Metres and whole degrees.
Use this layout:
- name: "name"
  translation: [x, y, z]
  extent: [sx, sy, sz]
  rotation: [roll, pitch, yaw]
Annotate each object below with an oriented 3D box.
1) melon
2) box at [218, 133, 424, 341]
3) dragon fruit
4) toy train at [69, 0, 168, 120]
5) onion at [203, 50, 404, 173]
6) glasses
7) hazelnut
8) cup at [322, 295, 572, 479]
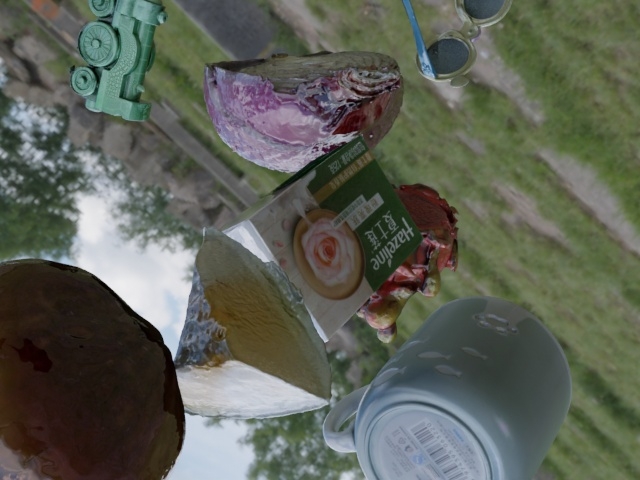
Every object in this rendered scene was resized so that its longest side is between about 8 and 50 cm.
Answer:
- name: "melon"
  translation: [-0.083, 0.081, 0.652]
  extent: [0.093, 0.139, 0.202]
  rotation: [25, -157, -45]
- name: "box"
  translation: [0.000, 0.000, 0.808]
  extent: [0.081, 0.199, 0.135]
  rotation: [-23, 104, 48]
- name: "dragon fruit"
  translation: [0.095, 0.020, 0.976]
  extent: [0.133, 0.207, 0.150]
  rotation: [8, 164, 19]
- name: "toy train"
  translation: [-0.259, -0.248, 1.059]
  extent: [0.105, 0.178, 0.071]
  rotation: [21, -166, 17]
- name: "onion"
  translation: [-0.001, -0.157, 1.055]
  extent: [0.349, 0.267, 0.159]
  rotation: [-139, 42, -65]
- name: "glasses"
  translation: [0.153, -0.335, 1.062]
  extent: [0.088, 0.189, 0.220]
  rotation: [25, 169, 46]
- name: "hazelnut"
  translation: [-0.186, 0.107, 0.548]
  extent: [0.204, 0.178, 0.178]
  rotation: [52, -176, 18]
- name: "cup"
  translation: [0.157, 0.255, 1.184]
  extent: [0.274, 0.357, 0.259]
  rotation: [-32, -72, -57]
